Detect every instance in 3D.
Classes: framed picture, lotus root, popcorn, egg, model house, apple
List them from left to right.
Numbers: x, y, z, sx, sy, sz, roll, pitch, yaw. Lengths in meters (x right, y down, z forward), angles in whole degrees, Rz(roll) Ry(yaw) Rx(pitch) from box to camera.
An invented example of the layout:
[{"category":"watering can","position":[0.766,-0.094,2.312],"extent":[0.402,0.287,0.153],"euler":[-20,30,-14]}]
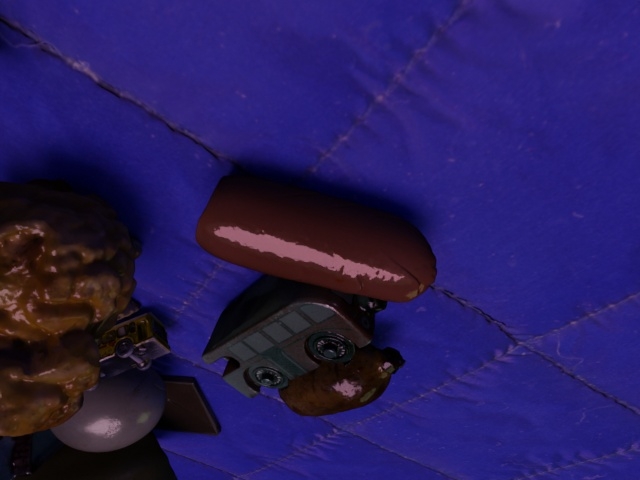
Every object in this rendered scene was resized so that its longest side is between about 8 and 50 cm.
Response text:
[{"category":"model house","position":[-0.694,0.381,0.971],"extent":[0.280,0.249,0.230],"euler":[-11,130,18]},{"category":"popcorn","position":[-0.380,0.071,0.579],"extent":[0.265,0.332,0.225],"euler":[-4,161,-9]},{"category":"apple","position":[-0.537,0.567,1.074],"extent":[0.360,0.320,0.311],"euler":[-6,146,-35]},{"category":"egg","position":[-0.434,0.325,0.920],"extent":[0.253,0.186,0.186],"euler":[-9,132,11]},{"category":"framed picture","position":[-0.357,0.399,1.094],"extent":[0.189,0.023,0.260],"euler":[1,133,8]},{"category":"lotus root","position":[0.034,0.239,0.812],"extent":[0.260,0.128,0.145],"euler":[-26,143,35]}]

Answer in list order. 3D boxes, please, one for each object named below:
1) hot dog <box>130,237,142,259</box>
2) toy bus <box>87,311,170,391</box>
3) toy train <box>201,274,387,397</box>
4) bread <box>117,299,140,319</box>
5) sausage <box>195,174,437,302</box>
[{"category":"hot dog","position":[-0.337,0.031,0.737],"extent":[0.137,0.028,0.044],"euler":[-23,100,24]},{"category":"toy bus","position":[-0.392,0.213,0.828],"extent":[0.226,0.074,0.081],"euler":[-23,141,-1]},{"category":"toy train","position":[-0.046,0.133,0.727],"extent":[0.159,0.129,0.326],"euler":[42,126,-20]},{"category":"bread","position":[-0.478,0.100,0.826],"extent":[0.240,0.135,0.178],"euler":[-23,92,28]},{"category":"sausage","position":[0.001,0.000,0.595],"extent":[0.304,0.121,0.121],"euler":[15,134,-6]}]
